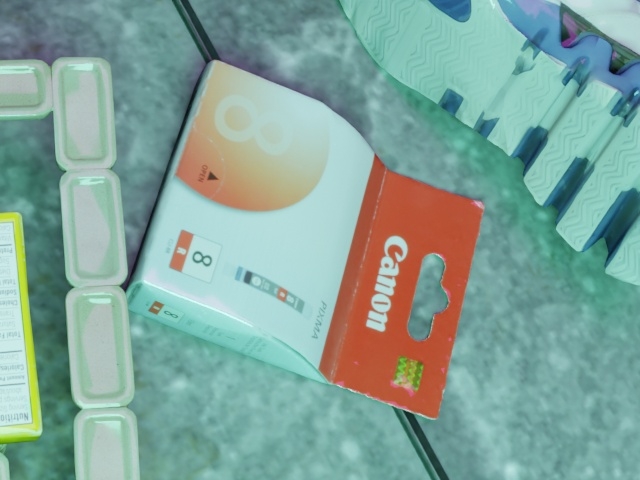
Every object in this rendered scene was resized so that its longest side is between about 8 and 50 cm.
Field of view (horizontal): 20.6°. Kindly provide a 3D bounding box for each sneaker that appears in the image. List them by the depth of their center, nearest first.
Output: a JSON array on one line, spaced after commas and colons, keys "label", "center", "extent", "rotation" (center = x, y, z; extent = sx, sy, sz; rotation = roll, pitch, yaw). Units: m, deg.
[{"label": "sneaker", "center": [0.153, -0.126, 1.027], "extent": [0.182, 0.127, 0.315], "rotation": [-26, 71, -42]}]

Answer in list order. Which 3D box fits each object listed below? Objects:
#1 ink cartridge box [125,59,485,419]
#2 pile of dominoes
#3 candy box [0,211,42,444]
[{"label": "ink cartridge box", "center": [0.000, 0.000, 0.940], "extent": [0.179, 0.045, 0.145], "rotation": [20, 60, -7]}, {"label": "pile of dominoes", "center": [-0.189, 0.038, 0.828], "extent": [0.196, 0.040, 0.251], "rotation": [-2, 74, -12]}, {"label": "candy box", "center": [-0.231, 0.046, 0.780], "extent": [0.206, 0.027, 0.105], "rotation": [-4, 77, -13]}]
